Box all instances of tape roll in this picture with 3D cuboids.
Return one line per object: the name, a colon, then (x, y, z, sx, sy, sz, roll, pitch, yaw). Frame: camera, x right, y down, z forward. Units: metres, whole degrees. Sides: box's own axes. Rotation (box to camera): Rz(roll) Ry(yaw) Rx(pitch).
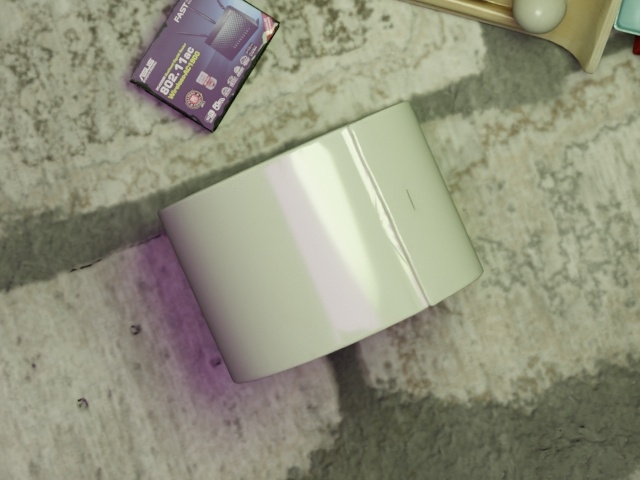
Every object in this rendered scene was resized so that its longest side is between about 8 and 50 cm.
tape roll: (0.000, 0.000, 1.614, 0.246, 0.246, 0.169, -24, 91, 1)

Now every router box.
router box: (-0.107, -0.175, 1.707, 0.092, 0.038, 0.122, 31, 92, -1)

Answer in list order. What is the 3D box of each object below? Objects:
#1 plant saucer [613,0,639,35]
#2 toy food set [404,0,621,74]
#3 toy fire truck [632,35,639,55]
plant saucer: (0.318, -0.276, 1.669, 0.067, 0.018, 0.192, 14, 89, -3)
toy food set: (0.129, -0.283, 1.628, 0.306, 0.092, 0.220, 15, 123, -2)
toy fire truck: (0.348, -0.226, 1.703, 0.192, 0.047, 0.135, 12, 91, -2)
